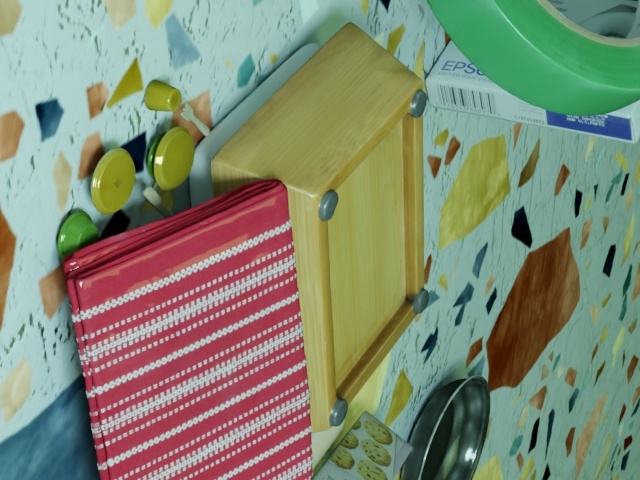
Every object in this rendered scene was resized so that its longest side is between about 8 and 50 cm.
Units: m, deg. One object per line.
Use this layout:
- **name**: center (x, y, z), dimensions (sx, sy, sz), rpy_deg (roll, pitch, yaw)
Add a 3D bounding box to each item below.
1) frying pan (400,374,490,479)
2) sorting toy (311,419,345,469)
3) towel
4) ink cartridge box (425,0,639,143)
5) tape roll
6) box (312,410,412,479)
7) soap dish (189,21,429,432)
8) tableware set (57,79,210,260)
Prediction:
- **frying pan**: center (0.121, 0.306, 1.893), dimensions (0.326, 0.053, 0.197), rpy_deg (-67, 155, -10)
- **sorting toy**: center (-0.067, 0.251, 1.407), dimensions (0.193, 0.038, 0.208), rpy_deg (-50, 173, -43)
- **towel**: center (-0.090, 0.105, 1.206), dimensions (0.199, 0.031, 0.274), rpy_deg (-25, 122, -36)
- **ink cartridge box**: center (0.250, -0.203, 1.650), dimensions (0.224, 0.223, 0.045), rpy_deg (-58, 147, -34)
- **tape roll**: center (0.229, -0.276, 1.497), dimensions (0.321, 0.077, 0.321), rpy_deg (10, 71, -28)
- **box**: center (0.022, 0.233, 1.506), dimensions (0.063, 0.067, 0.324), rpy_deg (-55, 174, 12)
- **soap dish**: center (0.000, 0.000, 1.366), dimensions (0.229, 0.118, 0.290), rpy_deg (-49, 146, -44)
- **tableware set**: center (-0.136, -0.042, 1.170), dimensions (0.154, 0.024, 0.104), rpy_deg (-66, 151, -15)
